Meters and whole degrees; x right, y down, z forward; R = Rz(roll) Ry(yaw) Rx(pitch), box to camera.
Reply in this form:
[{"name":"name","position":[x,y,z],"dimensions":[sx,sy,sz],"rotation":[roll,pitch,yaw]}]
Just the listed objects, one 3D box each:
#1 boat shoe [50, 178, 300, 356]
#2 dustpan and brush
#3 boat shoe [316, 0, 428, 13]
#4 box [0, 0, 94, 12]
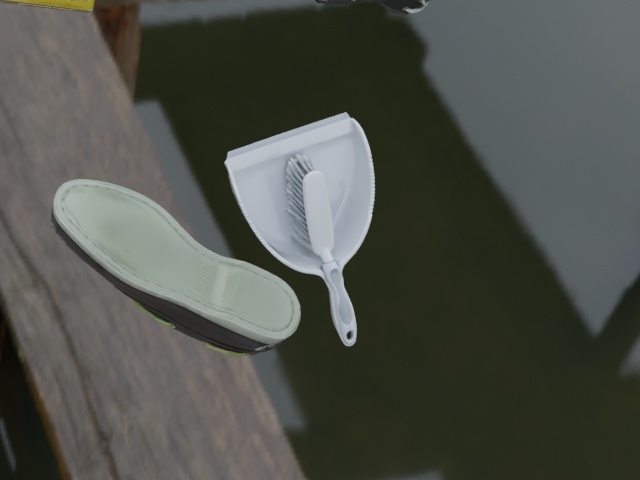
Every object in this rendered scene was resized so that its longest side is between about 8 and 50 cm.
[{"name":"boat shoe","position":[-0.129,0.030,1.287],"dimensions":[0.227,0.068,0.081],"rotation":[31,53,-14]},{"name":"dustpan and brush","position":[0.000,0.000,1.491],"dimensions":[0.147,0.211,0.060],"rotation":[-21,24,-23]},{"name":"boat shoe","position":[0.093,-0.274,1.598],"dimensions":[0.233,0.079,0.084],"rotation":[7,35,24]},{"name":"box","position":[-0.320,-0.378,1.486],"dimensions":[0.177,0.279,0.290],"rotation":[4,11,-24]}]
